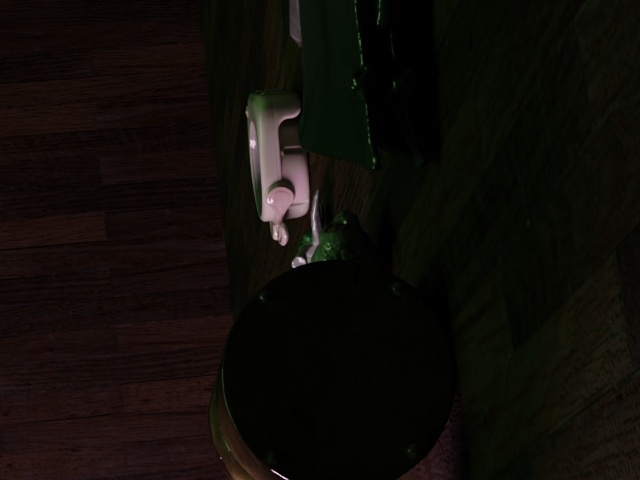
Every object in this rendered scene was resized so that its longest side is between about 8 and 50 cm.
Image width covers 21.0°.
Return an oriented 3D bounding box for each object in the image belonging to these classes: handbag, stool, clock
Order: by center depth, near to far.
[{"bbox_3d":[0.029,-0.187,1.371,0.260,0.079,0.248,-135,40,-78],"label":"handbag"},{"bbox_3d":[0.001,0.129,1.404,0.264,0.179,0.179,112,152,-76],"label":"stool"},{"bbox_3d":[-0.052,-0.092,2.144,0.151,0.062,0.191,-138,43,-79],"label":"clock"}]

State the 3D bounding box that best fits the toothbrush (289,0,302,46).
[{"bbox_3d":[-0.025,-0.349,1.889,0.030,0.030,0.297,-122,25,-55],"label":"toothbrush"}]

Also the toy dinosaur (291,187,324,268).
[{"bbox_3d":[-0.004,-0.001,1.938,0.106,0.044,0.187,-77,-13,-59],"label":"toy dinosaur"}]

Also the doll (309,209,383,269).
[{"bbox_3d":[0.026,0.044,1.593,0.214,0.071,0.103,84,-176,-57],"label":"doll"}]
